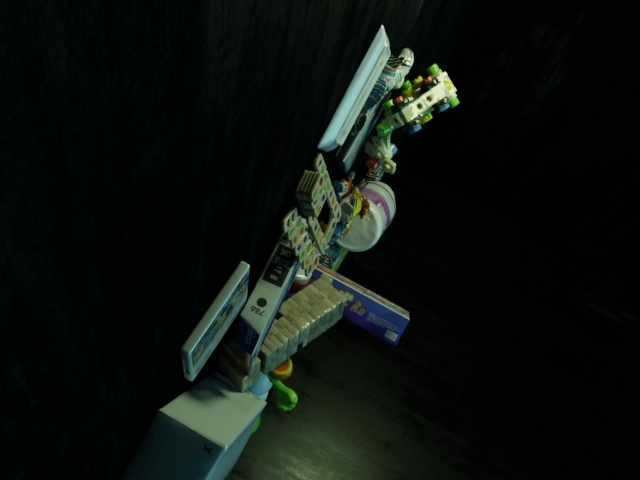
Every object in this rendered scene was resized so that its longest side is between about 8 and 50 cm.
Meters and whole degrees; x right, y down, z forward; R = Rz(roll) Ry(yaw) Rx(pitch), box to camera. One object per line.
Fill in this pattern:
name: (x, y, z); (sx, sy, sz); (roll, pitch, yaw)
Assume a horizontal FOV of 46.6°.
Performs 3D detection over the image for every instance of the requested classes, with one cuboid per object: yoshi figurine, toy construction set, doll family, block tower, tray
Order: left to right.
yoshi figurine: (-0.183, 0.399, 1.909); (0.203, 0.203, 0.362); (-38, 164, -32)
block tower: (-0.081, 0.211, 1.741); (0.335, 0.097, 0.091); (-35, 152, -31)
doll family: (0.050, -0.049, 1.931); (0.263, 0.118, 0.163); (-57, 172, 19)
tray: (0.077, -0.300, 1.518); (0.270, 0.030, 0.145); (-62, 173, 8)
toy construction set: (0.223, -0.321, 1.884); (0.327, 0.151, 0.215); (-52, -164, -19)

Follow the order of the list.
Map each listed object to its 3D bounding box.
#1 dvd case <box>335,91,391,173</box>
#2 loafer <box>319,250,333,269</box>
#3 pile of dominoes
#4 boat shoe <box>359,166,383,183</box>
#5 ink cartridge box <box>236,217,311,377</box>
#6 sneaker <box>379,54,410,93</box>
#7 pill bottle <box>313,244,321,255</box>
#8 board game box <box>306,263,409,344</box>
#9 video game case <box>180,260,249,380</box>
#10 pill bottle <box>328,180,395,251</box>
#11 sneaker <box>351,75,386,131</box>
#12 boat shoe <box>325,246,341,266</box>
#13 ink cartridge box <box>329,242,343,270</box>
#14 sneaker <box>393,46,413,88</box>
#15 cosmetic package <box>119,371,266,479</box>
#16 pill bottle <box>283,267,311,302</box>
dvd case: (0.108, -0.285, 1.821); (0.238, 0.030, 0.179); (-60, 174, -2)
loafer: (-0.047, 0.117, 2.230); (0.220, 0.080, 0.078); (-52, -162, 6)
pile of dominoes: (-0.002, -0.043, 1.564); (0.251, 0.040, 0.196); (67, 41, -56)
boat shoe: (0.177, -0.230, 2.487); (0.083, 0.065, 0.183); (60, 53, -80)
ink cartridge box: (-0.110, 0.119, 1.599); (0.165, 0.065, 0.332); (109, 5, -61)
sneaker: (0.153, -0.375, 1.690); (0.075, 0.057, 0.161); (-61, 170, 24)
pill bottle: (0.000, 0.000, 2.156); (0.083, 0.043, 0.043); (-63, 173, 14)
board game box: (0.069, 0.152, 1.998); (0.078, 0.347, 0.233); (-62, 174, 2)
video game case: (-0.196, 0.154, 1.393); (0.201, 0.023, 0.183); (-57, 173, -25)
pill bottle: (0.141, -0.089, 2.316); (0.169, 0.169, 0.301); (-64, 173, 24)
sneaker: (0.099, -0.304, 1.627); (0.135, 0.052, 0.058); (-55, -174, 20)
boat shoe: (-0.020, 0.146, 2.428); (0.267, 0.088, 0.096); (-61, 174, -3)
ink cartridge box: (0.083, -0.004, 2.692); (0.307, 0.072, 0.303); (-62, 173, 31)
sneaker: (0.199, -0.433, 1.847); (0.044, 0.040, 0.109); (29, 79, -57)
cosmetic package: (-0.257, 0.428, 1.539); (0.217, 0.156, 0.385); (-61, 173, 2)
pill bottle: (-0.085, 0.120, 1.820); (0.152, 0.086, 0.086); (-65, 173, 30)
